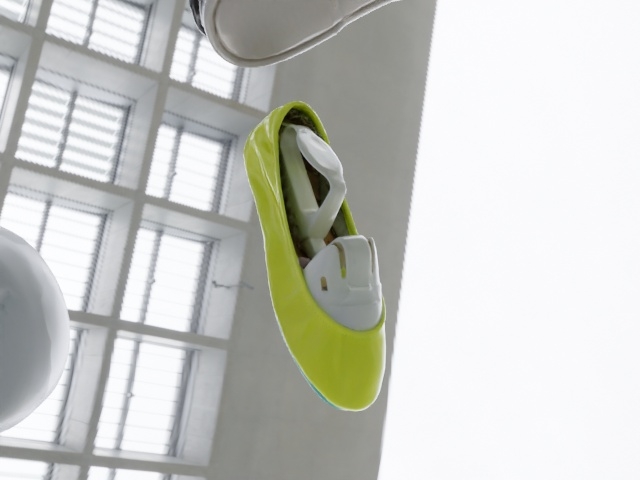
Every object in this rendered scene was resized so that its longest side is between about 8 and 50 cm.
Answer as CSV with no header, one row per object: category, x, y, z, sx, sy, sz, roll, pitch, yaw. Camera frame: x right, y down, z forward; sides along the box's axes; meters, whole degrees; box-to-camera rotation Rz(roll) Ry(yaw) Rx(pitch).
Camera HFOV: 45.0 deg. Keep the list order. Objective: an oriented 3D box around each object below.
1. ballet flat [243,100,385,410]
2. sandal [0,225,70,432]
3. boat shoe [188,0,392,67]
ballet flat,0.000,0.000,0.538,0.077,0.077,0.231,1,-122,-35
sandal,-0.331,0.042,0.465,0.416,0.102,0.170,9,-82,13
boat shoe,0.062,-0.227,0.554,0.335,0.112,0.096,-20,-129,-3
